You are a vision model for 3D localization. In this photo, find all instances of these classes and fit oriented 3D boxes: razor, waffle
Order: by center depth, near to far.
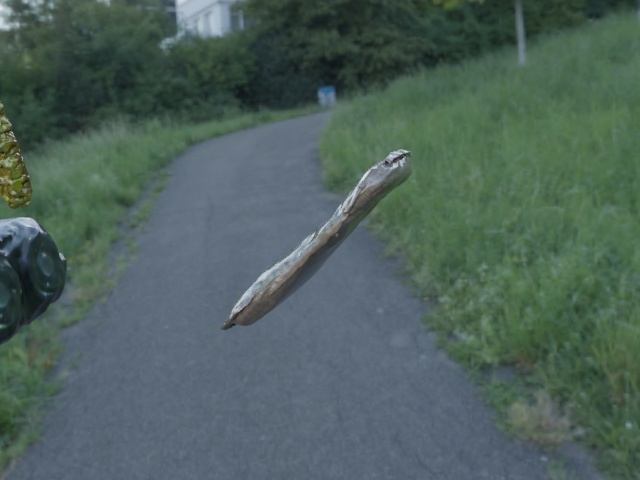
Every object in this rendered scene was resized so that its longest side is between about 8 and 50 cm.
[{"bbox_3d":[-0.408,0.043,0.623,0.326,0.107,0.189,0,15,8],"label":"razor"},{"bbox_3d":[-0.473,-0.137,1.033,0.038,0.191,0.191,-25,18,-31],"label":"waffle"}]

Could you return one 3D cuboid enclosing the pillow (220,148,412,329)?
[{"bbox_3d":[0.001,-0.001,0.621,0.211,0.034,0.135,-45,-6,18],"label":"pillow"}]
